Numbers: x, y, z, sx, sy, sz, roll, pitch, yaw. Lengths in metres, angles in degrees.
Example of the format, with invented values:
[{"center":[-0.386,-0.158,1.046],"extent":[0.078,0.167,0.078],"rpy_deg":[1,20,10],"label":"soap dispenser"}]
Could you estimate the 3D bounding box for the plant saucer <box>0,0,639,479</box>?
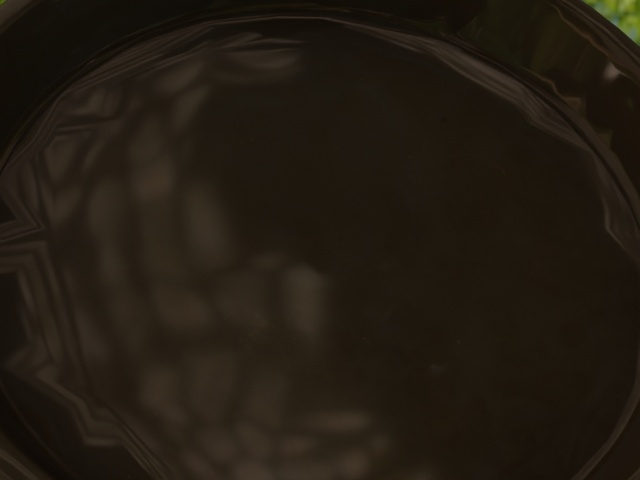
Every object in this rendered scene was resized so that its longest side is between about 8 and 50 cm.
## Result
[{"center":[0.000,0.000,0.576],"extent":[0.278,0.041,0.278],"rpy_deg":[4,-127,-5],"label":"plant saucer"}]
